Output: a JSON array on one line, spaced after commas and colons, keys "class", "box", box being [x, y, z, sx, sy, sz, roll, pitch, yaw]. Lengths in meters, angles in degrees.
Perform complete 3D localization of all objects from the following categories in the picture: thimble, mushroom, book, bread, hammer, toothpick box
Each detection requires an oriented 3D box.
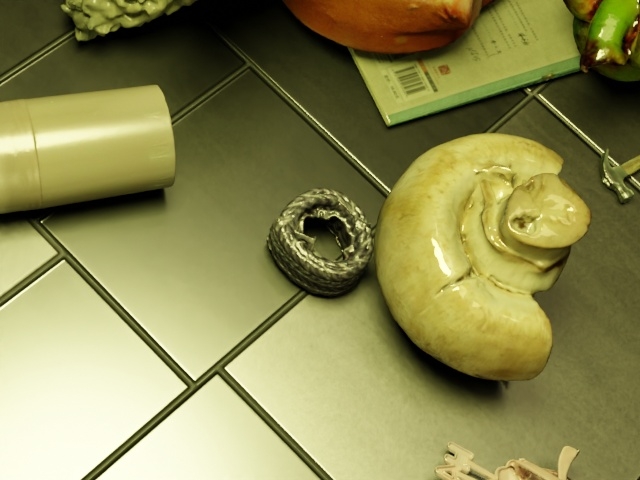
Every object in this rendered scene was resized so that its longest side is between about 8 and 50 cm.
[{"class": "thimble", "box": [0.002, 0.001, 1.294, 0.104, 0.066, 0.095, 34, 63, 3]}, {"class": "mushroom", "box": [0.150, 0.004, 1.245, 0.189, 0.195, 0.254, 8, 66, -11]}, {"class": "book", "box": [0.160, -0.255, 1.479, 0.282, 0.025, 0.215, -16, 68, -18]}, {"class": "bread", "box": [0.086, -0.365, 1.447, 0.295, 0.114, 0.328, 27, 57, 15]}, {"class": "hammer", "box": [0.391, -0.107, 1.460, 0.182, 0.017, 0.062, -30, 73, -25]}, {"class": "toothpick box", "box": [-0.245, -0.092, 1.261, 0.180, 0.111, 0.111, -10, 66, -17]}]

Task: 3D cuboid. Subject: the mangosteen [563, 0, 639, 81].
[{"class": "mangosteen", "box": [0.410, -0.310, 1.415, 0.311, 0.311, 0.311, 5, 63, -10]}]

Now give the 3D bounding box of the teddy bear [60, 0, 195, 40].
[{"class": "teddy bear", "box": [-0.141, -0.353, 1.297, 0.367, 0.224, 0.357, -32, 41, 14]}]

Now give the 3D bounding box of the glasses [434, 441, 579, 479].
[{"class": "glasses", "box": [0.199, 0.268, 1.152, 0.162, 0.095, 0.255, -1, 37, -16]}]
